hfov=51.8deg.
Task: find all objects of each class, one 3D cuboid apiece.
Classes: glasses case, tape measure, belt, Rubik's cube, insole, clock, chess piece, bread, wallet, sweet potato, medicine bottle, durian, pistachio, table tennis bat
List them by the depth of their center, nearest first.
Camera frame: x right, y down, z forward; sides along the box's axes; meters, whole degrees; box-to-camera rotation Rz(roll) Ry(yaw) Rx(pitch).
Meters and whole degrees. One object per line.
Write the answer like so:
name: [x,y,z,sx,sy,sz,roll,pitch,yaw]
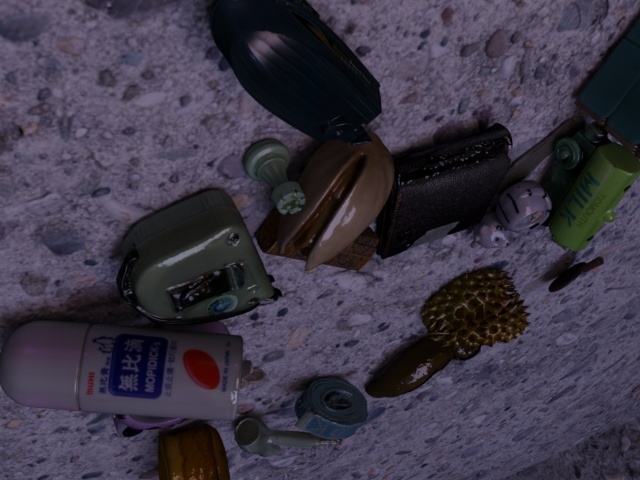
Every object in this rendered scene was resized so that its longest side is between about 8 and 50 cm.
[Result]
chess piece: [-0.058,-0.085,0.903,0.067,0.103,0.067,-19,142,-16]
pistachio: [0.023,-0.060,0.951,0.223,0.126,0.152,-57,-178,-8]
medicine bottle: [-0.290,0.189,0.969,0.341,0.130,0.130,6,135,-8]
tape measure: [-0.179,0.057,0.979,0.207,0.115,0.235,-28,144,-8]
glasses case: [0.000,0.000,1.092,0.218,0.049,0.075,13,126,-44]
Rubik's cube: [0.615,-0.243,1.092,0.221,0.224,0.231,3,131,-40]
wallet: [0.205,-0.073,1.142,0.221,0.071,0.262,-22,150,-14]
clock: [-0.271,0.251,1.168,0.228,0.090,0.248,-10,141,-26]
insole: [0.398,-0.153,1.227,0.192,0.010,0.063,-43,144,15]
clock: [0.359,-0.042,1.262,0.117,0.080,0.176,-18,155,-18]
bread: [-0.267,0.505,1.386,0.143,0.195,0.269,-3,134,-19]
durian: [0.359,0.145,1.481,0.260,0.154,0.186,-28,120,-17]
belt: [0.023,0.380,1.489,0.163,0.147,0.082,26,118,-17]
sweet potato: [0.240,0.298,1.586,0.310,0.098,0.124,-30,152,4]
table tennis bat: [0.585,0.041,1.600,0.107,0.119,0.170,-39,177,-33]

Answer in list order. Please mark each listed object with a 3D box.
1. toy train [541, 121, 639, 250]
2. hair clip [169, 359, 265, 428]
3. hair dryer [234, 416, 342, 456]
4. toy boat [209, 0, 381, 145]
toy train: [0.490,-0.092,1.230,0.105,0.157,0.253,-17,146,-26]
hair clip: [-0.209,0.319,1.338,0.226,0.034,0.072,-38,145,10]
hair dryer: [-0.063,0.464,1.518,0.237,0.075,0.206,-2,152,12]
toy boat: [-0.029,-0.207,0.759,0.114,0.122,0.296,-22,158,21]
